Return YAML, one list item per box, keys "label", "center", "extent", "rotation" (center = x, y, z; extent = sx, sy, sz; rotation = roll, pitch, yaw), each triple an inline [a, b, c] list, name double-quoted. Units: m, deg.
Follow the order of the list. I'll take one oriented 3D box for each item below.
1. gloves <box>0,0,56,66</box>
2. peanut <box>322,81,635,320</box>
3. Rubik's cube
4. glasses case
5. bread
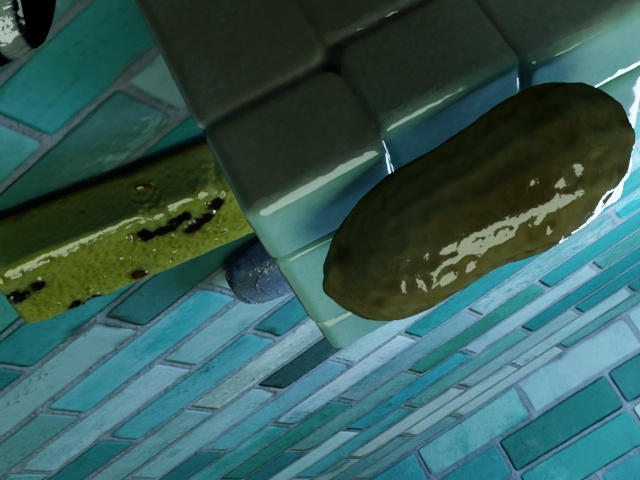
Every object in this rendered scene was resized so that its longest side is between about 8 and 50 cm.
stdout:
- label: "gloves"
  center: [-0.305, -0.182, 0.657]
  extent: [0.219, 0.131, 0.140]
  rotation: [4, 153, 4]
- label: "peanut"
  center: [0.101, -0.019, 0.622]
  extent: [0.226, 0.095, 0.108]
  rotation: [-32, 149, 7]
- label: "Rubik's cube"
  center: [0.051, -0.146, 0.811]
  extent: [0.316, 0.318, 0.322]
  rotation: [-28, 154, 1]
- label: "glasses case"
  center: [0.000, 0.000, 1.295]
  extent: [0.282, 0.067, 0.109]
  rotation: [-31, 150, 8]
- label: "bread"
  center: [-0.187, -0.023, 1.066]
  extent: [0.361, 0.077, 0.138]
  rotation: [-23, 154, -11]
